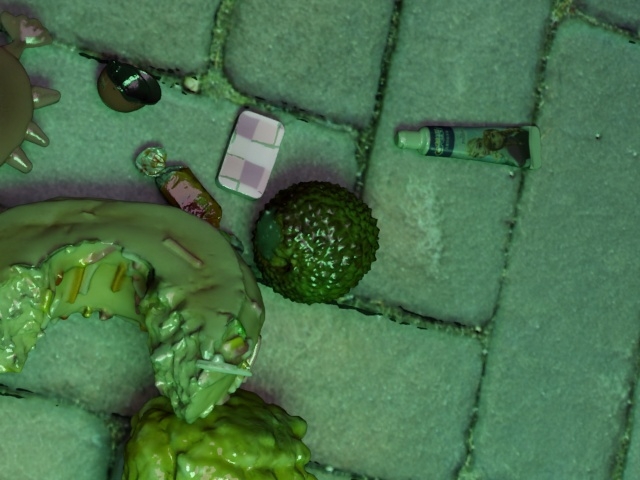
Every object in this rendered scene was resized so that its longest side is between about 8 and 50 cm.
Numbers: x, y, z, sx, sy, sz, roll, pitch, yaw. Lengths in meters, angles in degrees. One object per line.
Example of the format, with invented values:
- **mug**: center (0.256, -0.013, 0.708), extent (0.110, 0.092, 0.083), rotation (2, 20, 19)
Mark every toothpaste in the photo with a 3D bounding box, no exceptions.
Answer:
- **toothpaste**: center (0.199, -0.130, 2.012), extent (0.216, 0.037, 0.062), rotation (3, 81, -22)

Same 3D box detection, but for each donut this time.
- **donut**: center (-0.247, 0.071, 1.725), extent (0.371, 0.307, 0.150), rotation (9, 123, 0)

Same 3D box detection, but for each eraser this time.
- **eraser**: center (-0.090, -0.108, 1.923), extent (0.065, 0.026, 0.105), rotation (19, 79, -12)

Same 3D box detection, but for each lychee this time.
- **lychee**: center (0.000, 0.000, 1.874), extent (0.171, 0.171, 0.171), rotation (2, 83, -17)

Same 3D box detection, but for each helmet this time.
- **helmet**: center (-0.243, -0.183, 1.873), extent (0.084, 0.049, 0.065), rotation (21, 40, -39)

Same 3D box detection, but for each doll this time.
- **doll**: center (-0.418, -0.163, 1.794), extent (0.211, 0.093, 0.262), rotation (33, 76, -8)

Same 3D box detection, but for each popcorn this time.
- **popcorn**: center (-0.125, 0.284, 1.759), extent (0.249, 0.249, 0.225), rotation (3, 117, -17)

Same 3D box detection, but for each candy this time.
- **candy**: center (-0.160, -0.043, 1.885), extent (0.053, 0.046, 0.182), rotation (-40, 91, -14)
